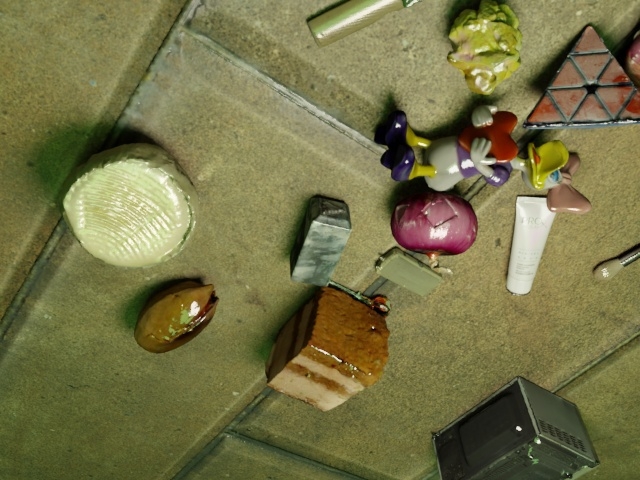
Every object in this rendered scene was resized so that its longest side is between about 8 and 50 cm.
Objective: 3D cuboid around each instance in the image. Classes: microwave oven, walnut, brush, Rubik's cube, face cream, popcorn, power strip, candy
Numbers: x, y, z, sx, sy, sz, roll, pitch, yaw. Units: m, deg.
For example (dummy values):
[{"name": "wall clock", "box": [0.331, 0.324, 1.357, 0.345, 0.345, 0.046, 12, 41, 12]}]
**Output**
[{"name": "microwave oven", "box": [0.532, 0.592, 1.825, 0.286, 0.218, 0.355, 29, 123, -25]}, {"name": "walnut", "box": [-0.329, 0.173, 1.496, 0.245, 0.137, 0.137, -35, 123, 23]}, {"name": "brush", "box": [0.113, -0.398, 1.091, 0.283, 0.048, 0.054, -21, 125, 16]}, {"name": "Rubik's cube", "box": [0.506, -0.223, 1.183, 0.211, 0.190, 0.178, -54, 152, 5]}, {"name": "face cream", "box": [0.457, 0.011, 1.444, 0.092, 0.058, 0.243, 2, 124, 2]}, {"name": "popcorn", "box": [0.280, -0.329, 1.113, 0.126, 0.126, 0.145, 18, 149, 15]}, {"name": "power strip", "box": [0.197, 0.071, 1.496, 0.169, 0.028, 0.076, 30, 123, -26]}, {"name": "candy", "box": [0.086, 0.129, 1.539, 0.185, 0.049, 0.055, 28, 93, -14]}, {"name": "brush", "box": [0.746, 0.005, 1.466, 0.299, 0.039, 0.042, -36, 126, 21]}]

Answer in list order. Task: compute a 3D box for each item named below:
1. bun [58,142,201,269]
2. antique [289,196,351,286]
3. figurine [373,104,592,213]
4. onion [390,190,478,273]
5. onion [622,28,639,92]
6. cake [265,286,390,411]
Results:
[{"name": "bun", "box": [-0.356, -0.075, 1.270, 0.260, 0.152, 0.259, -5, 120, -8]}, {"name": "antique", "box": [0.000, 0.000, 1.389, 0.086, 0.088, 0.183, 12, 129, -13]}, {"name": "figurine", "box": [0.311, -0.145, 1.240, 0.421, 0.154, 0.193, 3, 149, 0]}, {"name": "onion", "box": [0.228, -0.027, 1.326, 0.177, 0.177, 0.153, 15, 106, -14]}, {"name": "onion", "box": [0.642, -0.295, 1.123, 0.230, 0.163, 0.229, 0, 121, 0]}, {"name": "cake", "box": [0.002, 0.275, 1.536, 0.199, 0.196, 0.293, 28, 132, -16]}]
